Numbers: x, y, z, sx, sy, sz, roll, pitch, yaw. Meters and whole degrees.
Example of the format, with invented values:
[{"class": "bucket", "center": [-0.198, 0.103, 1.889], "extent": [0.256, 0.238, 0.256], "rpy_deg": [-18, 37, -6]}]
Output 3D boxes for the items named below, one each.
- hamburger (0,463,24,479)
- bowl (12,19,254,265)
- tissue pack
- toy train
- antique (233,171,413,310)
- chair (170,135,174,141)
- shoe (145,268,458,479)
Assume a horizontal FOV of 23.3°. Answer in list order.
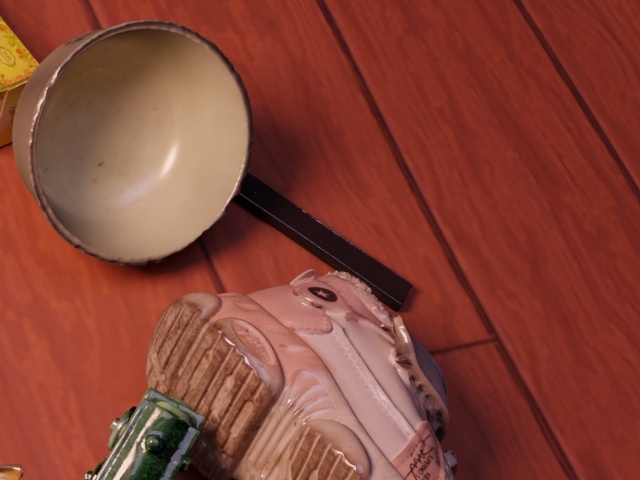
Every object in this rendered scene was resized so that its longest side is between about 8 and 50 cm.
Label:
[{"class": "hamburger", "center": [-0.321, 0.277, 0.994], "extent": [0.209, 0.162, 0.330], "rpy_deg": [17, 54, -7]}, {"class": "bowl", "center": [-0.175, -0.093, 1.331], "extent": [0.211, 0.211, 0.112], "rpy_deg": [-15, 24, -31]}, {"class": "tissue pack", "center": [-0.323, -0.171, 1.369], "extent": [0.062, 0.095, 0.176], "rpy_deg": [-29, 70, -37]}, {"class": "toy train", "center": [-0.145, 0.188, 1.152], "extent": [0.071, 0.111, 0.170], "rpy_deg": [30, 71, -3]}, {"class": "antique", "center": [0.000, 0.000, 1.432], "extent": [0.192, 0.015, 0.031], "rpy_deg": [35, 48, 3]}, {"class": "chair", "center": [-0.152, -0.117, 1.439], "extent": [0.042, 0.037, 0.086], "rpy_deg": [26, 44, -19]}, {"class": "shoe", "center": [0.036, 0.160, 1.228], "extent": [0.198, 0.172, 0.351], "rpy_deg": [-26, 72, -43]}]
